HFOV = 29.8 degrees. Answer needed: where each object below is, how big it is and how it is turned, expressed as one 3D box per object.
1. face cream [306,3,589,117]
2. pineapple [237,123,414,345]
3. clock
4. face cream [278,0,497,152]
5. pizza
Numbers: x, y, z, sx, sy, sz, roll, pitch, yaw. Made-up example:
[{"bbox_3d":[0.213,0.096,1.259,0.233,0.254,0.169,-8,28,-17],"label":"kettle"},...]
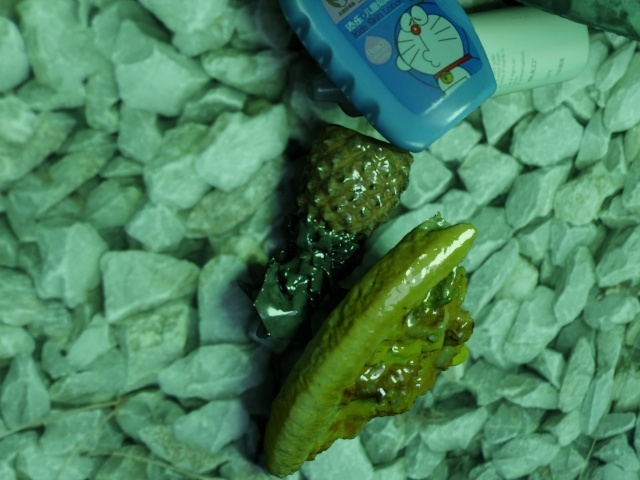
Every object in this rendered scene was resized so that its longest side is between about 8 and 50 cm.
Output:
[{"bbox_3d":[0.126,-0.179,1.215,0.311,0.092,0.092,-15,114,-26],"label":"face cream"},{"bbox_3d":[0.000,0.000,1.203,0.119,0.111,0.237,24,101,-6],"label":"pineapple"},{"bbox_3d":[0.312,-0.241,1.172,0.312,0.312,0.061,3,113,-31],"label":"clock"},{"bbox_3d":[0.046,-0.212,1.103,0.149,0.083,0.264,-40,91,-24],"label":"face cream"},{"bbox_3d":[0.045,0.115,1.212,0.268,0.087,0.258,-34,150,-15],"label":"pizza"}]
